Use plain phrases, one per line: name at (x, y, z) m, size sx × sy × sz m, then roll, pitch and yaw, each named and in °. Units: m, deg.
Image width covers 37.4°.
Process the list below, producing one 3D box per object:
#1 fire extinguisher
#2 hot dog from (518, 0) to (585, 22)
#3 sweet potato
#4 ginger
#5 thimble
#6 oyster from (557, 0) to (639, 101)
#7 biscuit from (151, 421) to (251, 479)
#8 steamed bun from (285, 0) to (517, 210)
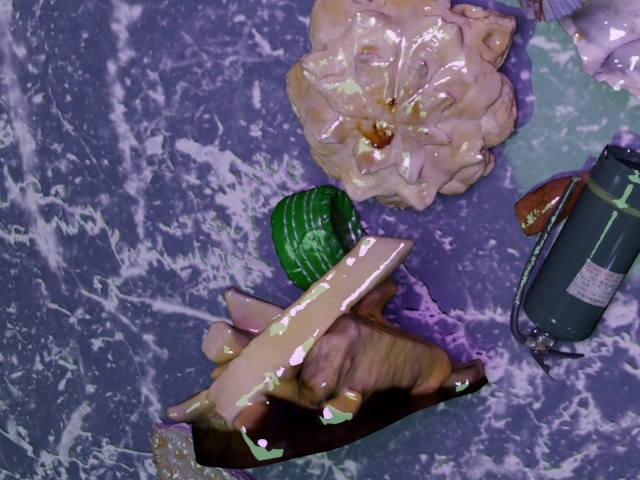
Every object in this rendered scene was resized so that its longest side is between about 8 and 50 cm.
fire extinguisher at (0.298, 0.036, 1.086) m, size 0.118 × 0.093 × 0.294 m, roll 18°, pitch 116°, yaw -9°
hot dog at (0.234, -0.315, 0.928) m, size 0.082 × 0.270 × 0.162 m, roll 23°, pitch 122°, yaw -26°
sweet potato at (0.279, -0.052, 1.098) m, size 0.117 × 0.049 × 0.049 m, roll -37°, pitch 88°, yaw 18°
ginger at (-0.003, 0.129, 1.146) m, size 0.413 × 0.358 × 0.211 m, roll -21°, pitch 81°, yaw 55°
thimble at (0.000, 0.000, 1.200) m, size 0.090 × 0.118 × 0.130 m, roll -19°, pitch 122°, yaw 24°
oyster at (0.378, -0.251, 0.900) m, size 0.351 × 0.115 × 0.238 m, roll 0°, pitch 96°, yaw 33°
biscuit at (-0.156, 0.389, 1.431) m, size 0.290 × 0.038 × 0.141 m, roll 38°, pitch 118°, yaw 12°
steamed bun at (0.086, -0.166, 1.074) m, size 0.295 × 0.137 × 0.292 m, roll -23°, pitch 107°, yaw 30°
